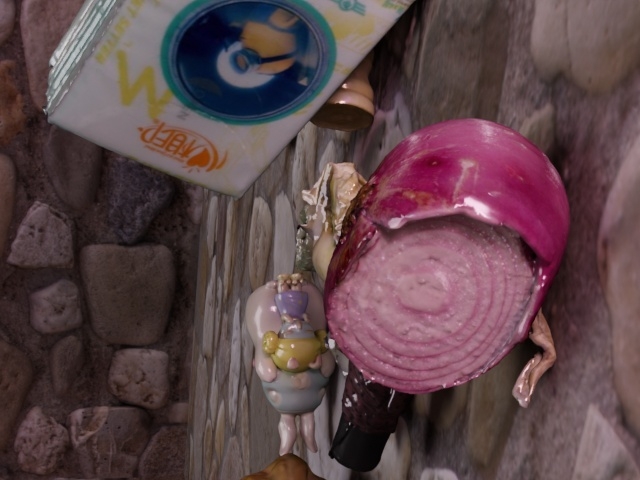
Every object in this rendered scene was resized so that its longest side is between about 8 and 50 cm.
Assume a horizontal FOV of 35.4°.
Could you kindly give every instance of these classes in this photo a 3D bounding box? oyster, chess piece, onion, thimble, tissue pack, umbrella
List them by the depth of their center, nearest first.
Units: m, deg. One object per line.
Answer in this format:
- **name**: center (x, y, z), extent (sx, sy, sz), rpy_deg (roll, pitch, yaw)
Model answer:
- **onion**: center (0.096, 0.002, 0.772), extent (0.201, 0.200, 0.207), rpy_deg (-105, 8, -50)
- **umbrella**: center (0.074, 0.091, 0.977), extent (0.090, 0.094, 0.326), rpy_deg (29, 114, 26)
- **oyster**: center (0.045, 0.081, 1.142), extent (0.271, 0.100, 0.275), rpy_deg (106, 148, -55)
- **tissue pack**: center (-0.113, -0.249, 1.167), extent (0.388, 0.287, 0.162), rpy_deg (-46, 34, 36)
- **chess piece**: center (0.033, -0.249, 1.292), extent (0.090, 0.090, 0.200), rpy_deg (133, 144, -71)
- **thimble**: center (0.000, 0.000, 1.420), extent (0.110, 0.062, 0.084), rpy_deg (106, 164, -46)

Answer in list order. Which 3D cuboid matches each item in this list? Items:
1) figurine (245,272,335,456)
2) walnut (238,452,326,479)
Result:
- **figurine**: center (-0.036, 0.180, 1.448), extent (0.155, 0.127, 0.236), rpy_deg (131, 135, -55)
- **walnut**: center (-0.056, 0.392, 1.263), extent (0.257, 0.224, 0.257), rpy_deg (-174, 90, -84)
